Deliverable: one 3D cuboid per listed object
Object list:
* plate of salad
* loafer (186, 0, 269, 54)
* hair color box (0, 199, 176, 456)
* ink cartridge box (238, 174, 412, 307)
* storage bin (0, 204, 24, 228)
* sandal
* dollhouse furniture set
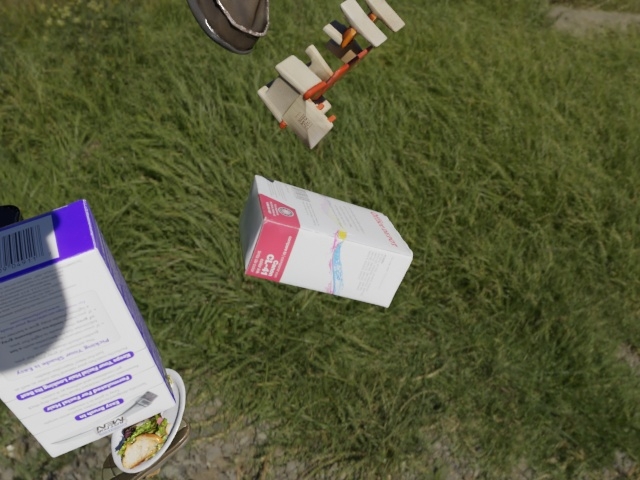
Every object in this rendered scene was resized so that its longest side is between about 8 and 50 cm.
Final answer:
[{"bbox_3d":[-0.334,0.333,1.137,0.048,0.199,0.200,40,22,-39],"label":"plate of salad"},{"bbox_3d":[-0.069,-0.273,0.510,0.078,0.220,0.080,-2,2,38],"label":"loafer"},{"bbox_3d":[-0.329,0.128,0.784,0.185,0.339,0.110,-20,44,-13],"label":"hair color box"},{"bbox_3d":[0.000,0.000,1.215,0.306,0.131,0.226,17,22,-18],"label":"ink cartridge box"},{"bbox_3d":[-0.483,0.032,0.798,0.180,0.084,0.122,-10,45,-10],"label":"storage bin"},{"bbox_3d":[-0.334,0.422,1.178,0.219,0.060,0.090,-35,46,6],"label":"sandal"},{"bbox_3d":[0.016,-0.286,1.086,0.135,0.262,0.259,46,48,-4],"label":"dollhouse furniture set"}]
